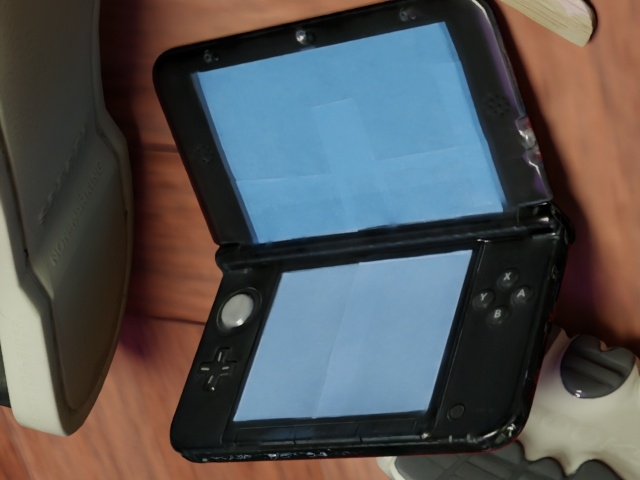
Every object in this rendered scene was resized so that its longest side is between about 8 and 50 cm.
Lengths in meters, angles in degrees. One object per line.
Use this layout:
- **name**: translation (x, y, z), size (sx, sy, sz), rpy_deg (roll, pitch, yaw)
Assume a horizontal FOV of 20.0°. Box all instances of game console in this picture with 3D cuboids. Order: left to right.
- **game console**: translation (0.000, 0.000, 0.597), size (0.144, 0.124, 0.085), rpy_deg (-7, 142, 38)

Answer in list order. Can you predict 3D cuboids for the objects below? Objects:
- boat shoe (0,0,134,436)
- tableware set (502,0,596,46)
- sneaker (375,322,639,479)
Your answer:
- **boat shoe**: translation (-0.132, -0.070, 0.600), size (0.113, 0.127, 0.340), rpy_deg (11, 141, 10)
- **tableware set**: translation (0.106, -0.081, 0.497), size (0.194, 0.039, 0.128), rpy_deg (32, 136, 7)
- **sneaker**: translation (0.144, 0.113, 0.609), size (0.275, 0.107, 0.110), rpy_deg (26, 152, 22)
